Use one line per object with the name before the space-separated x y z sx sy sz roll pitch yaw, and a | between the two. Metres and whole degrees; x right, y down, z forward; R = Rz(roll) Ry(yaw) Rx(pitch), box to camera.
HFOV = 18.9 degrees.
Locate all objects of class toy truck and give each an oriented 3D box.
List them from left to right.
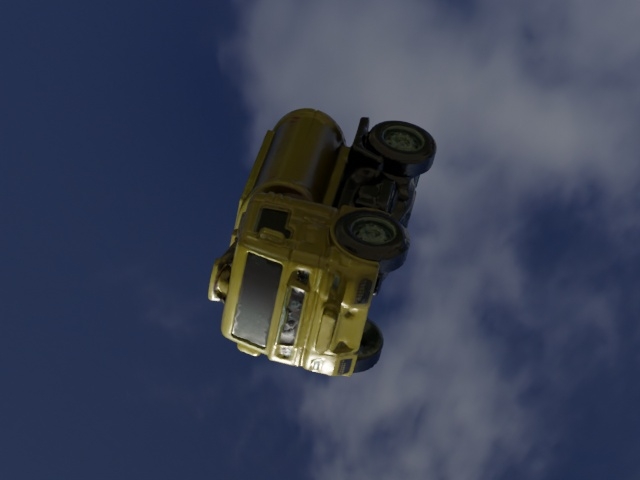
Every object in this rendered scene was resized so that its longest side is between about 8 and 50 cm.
toy truck | 0.000 0.000 0.582 0.054 0.049 0.083 15 -142 2
